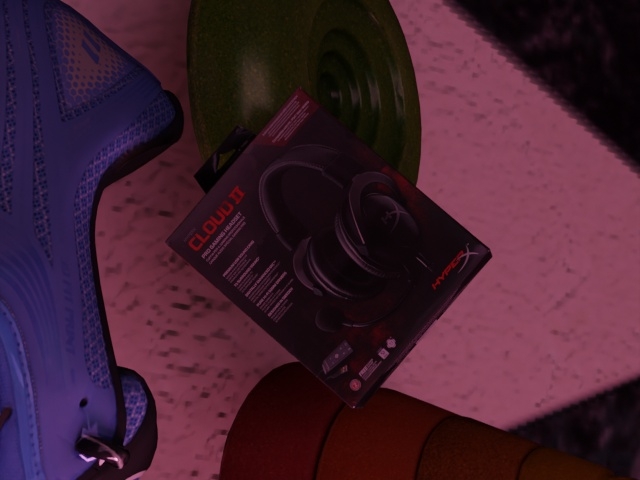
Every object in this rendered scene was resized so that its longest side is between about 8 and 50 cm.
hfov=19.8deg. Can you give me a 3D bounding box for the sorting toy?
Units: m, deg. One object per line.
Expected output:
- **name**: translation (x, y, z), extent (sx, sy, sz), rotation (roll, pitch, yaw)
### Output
- **sorting toy**: translation (0.041, -0.030, 0.600), extent (0.127, 0.126, 0.366), rotation (9, 75, -59)

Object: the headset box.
- **headset box**: translation (0.000, 0.000, 0.546), extent (0.083, 0.032, 0.062), rotation (42, 91, 7)

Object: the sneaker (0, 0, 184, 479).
- **sneaker**: translation (-0.121, 0.069, 0.520), extent (0.147, 0.130, 0.330), rotation (26, 70, -19)
